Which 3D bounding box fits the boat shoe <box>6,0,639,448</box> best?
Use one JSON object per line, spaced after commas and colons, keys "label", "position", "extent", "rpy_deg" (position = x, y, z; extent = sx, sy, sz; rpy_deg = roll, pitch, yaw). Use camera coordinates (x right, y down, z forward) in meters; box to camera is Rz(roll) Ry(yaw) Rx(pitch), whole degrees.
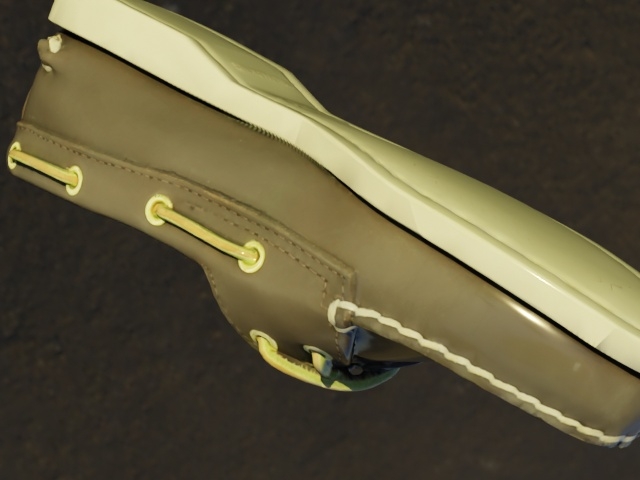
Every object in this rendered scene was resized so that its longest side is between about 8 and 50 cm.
{"label": "boat shoe", "position": [0.000, 0.000, 0.453], "extent": [0.081, 0.228, 0.068], "rpy_deg": [13, 106, -54]}
